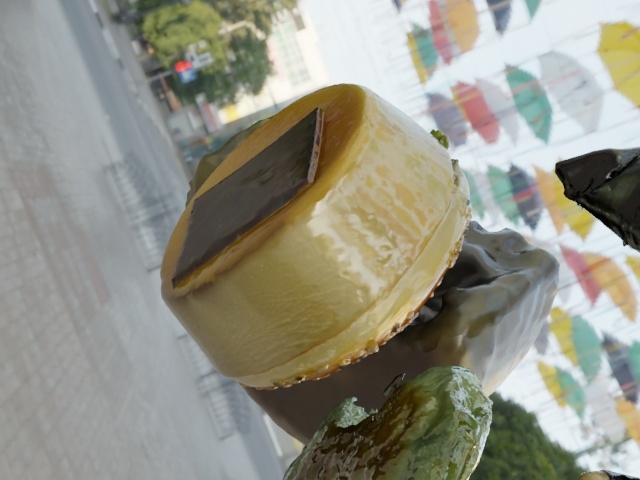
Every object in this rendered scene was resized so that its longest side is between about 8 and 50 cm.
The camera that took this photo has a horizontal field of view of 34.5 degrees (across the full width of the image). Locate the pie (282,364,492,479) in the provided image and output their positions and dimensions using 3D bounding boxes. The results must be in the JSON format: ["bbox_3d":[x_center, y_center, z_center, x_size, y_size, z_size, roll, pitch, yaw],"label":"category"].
[{"bbox_3d":[0.006,0.204,0.674,0.067,0.302,0.302,39,0,-10],"label":"pie"}]

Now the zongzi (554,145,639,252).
[{"bbox_3d":[0.434,0.010,0.780,0.362,0.383,0.319,36,-67,64],"label":"zongzi"}]

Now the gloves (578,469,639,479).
[{"bbox_3d":[0.327,0.249,0.764,0.301,0.197,0.152,23,-9,17],"label":"gloves"}]

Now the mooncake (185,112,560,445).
[{"bbox_3d":[0.043,0.029,1.135,0.393,0.246,0.394,-22,-87,44],"label":"mooncake"}]

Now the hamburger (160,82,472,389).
[{"bbox_3d":[0.000,0.000,0.912,0.176,0.300,0.300,46,4,-23],"label":"hamburger"}]
